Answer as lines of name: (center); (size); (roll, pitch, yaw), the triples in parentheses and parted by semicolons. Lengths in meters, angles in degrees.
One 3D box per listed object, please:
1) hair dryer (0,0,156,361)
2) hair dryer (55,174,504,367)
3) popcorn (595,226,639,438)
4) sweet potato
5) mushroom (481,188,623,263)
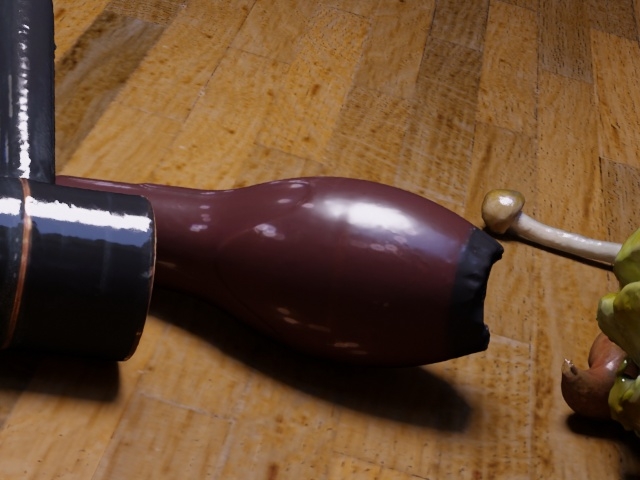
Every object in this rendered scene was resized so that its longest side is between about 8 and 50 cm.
hair dryer: (-0.217, -0.076, 1.269); (0.189, 0.107, 0.352); (7, 44, -17)
hair dryer: (0.000, 0.000, 1.412); (0.312, 0.123, 0.340); (11, 9, 16)
popcorn: (0.295, 0.062, 1.283); (0.221, 0.204, 0.184); (36, 44, -9)
sweet potato: (0.221, 0.085, 1.386); (0.058, 0.055, 0.202); (-5, 9, 35)
mushroom: (0.280, 0.008, 1.642); (0.306, 0.043, 0.068); (13, 47, -14)
